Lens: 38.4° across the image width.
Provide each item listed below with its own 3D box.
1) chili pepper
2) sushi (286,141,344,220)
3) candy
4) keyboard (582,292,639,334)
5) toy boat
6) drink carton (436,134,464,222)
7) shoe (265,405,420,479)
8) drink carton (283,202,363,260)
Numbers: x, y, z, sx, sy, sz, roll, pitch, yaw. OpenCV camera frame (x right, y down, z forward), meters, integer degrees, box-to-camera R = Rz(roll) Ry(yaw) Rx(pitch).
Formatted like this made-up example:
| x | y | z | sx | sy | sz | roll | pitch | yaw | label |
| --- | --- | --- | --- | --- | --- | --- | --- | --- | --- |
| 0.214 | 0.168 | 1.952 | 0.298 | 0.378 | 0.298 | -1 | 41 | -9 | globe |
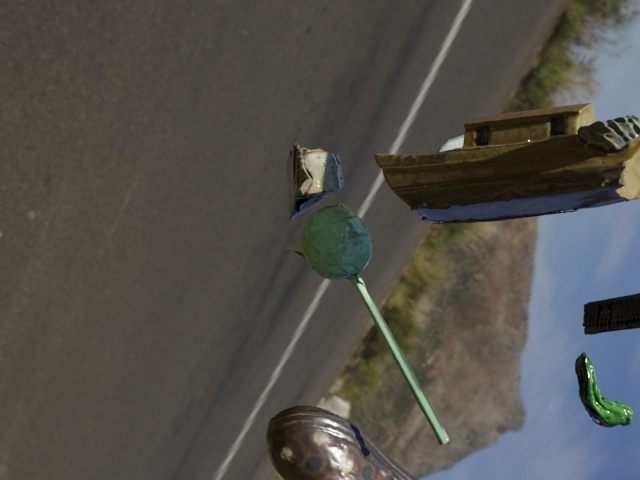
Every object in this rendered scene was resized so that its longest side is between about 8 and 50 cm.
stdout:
| x | y | z | sx | sy | sz | roll | pitch | yaw | label |
| --- | --- | --- | --- | --- | --- | --- | --- | --- | --- |
| 0.522 | 0.294 | 1.730 | 0.073 | 0.182 | 0.050 | -44 | -154 | -10 | chili pepper |
| -0.001 | -0.130 | 1.750 | 0.273 | 0.109 | 0.134 | 121 | -34 | -77 | sushi |
| 0.100 | 0.139 | 1.529 | 0.119 | 0.440 | 0.119 | -27 | 169 | -6 | candy |
| 0.599 | 0.139 | 1.790 | 0.231 | 0.023 | 0.072 | -19 | -118 | 57 | keyboard |
| 0.281 | -0.122 | 1.353 | 0.136 | 0.445 | 0.162 | 30 | 61 | -50 | toy boat |
| 0.361 | -0.158 | 1.977 | 0.185 | 0.191 | 0.189 | -15 | 175 | -9 | drink carton |
| 0.040 | 0.471 | 1.604 | 0.171 | 0.384 | 0.237 | -26 | -148 | 38 | shoe |
| 0.000 | 0.000 | 1.803 | 0.200 | 0.074 | 0.084 | -35 | -154 | 56 | drink carton |
